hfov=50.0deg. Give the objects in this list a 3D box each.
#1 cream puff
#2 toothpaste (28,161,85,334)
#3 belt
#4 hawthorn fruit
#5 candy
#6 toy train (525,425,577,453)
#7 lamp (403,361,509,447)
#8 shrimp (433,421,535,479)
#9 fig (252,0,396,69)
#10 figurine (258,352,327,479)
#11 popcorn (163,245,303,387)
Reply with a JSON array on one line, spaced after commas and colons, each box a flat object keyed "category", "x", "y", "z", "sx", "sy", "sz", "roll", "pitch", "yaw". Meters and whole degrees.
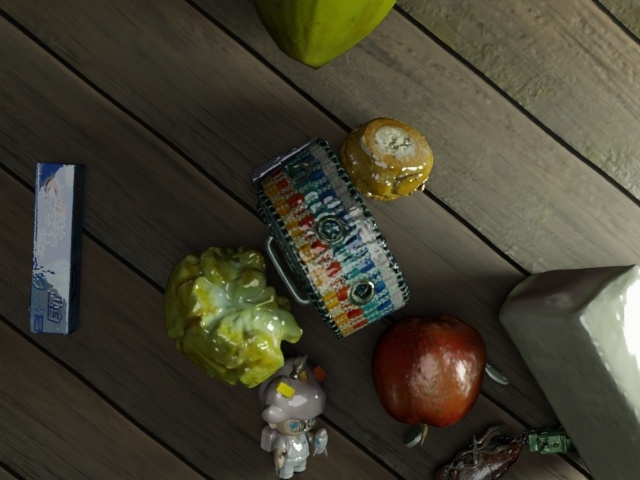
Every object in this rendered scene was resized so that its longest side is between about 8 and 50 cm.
[{"category": "cream puff", "x": 0.097, "y": -0.121, "z": 1.059, "sx": 0.144, "sy": 0.103, "sz": 0.126, "roll": 7, "pitch": 56, "yaw": -22}, {"category": "toothpaste", "x": -0.422, "y": 0.012, "z": 1.101, "sx": 0.066, "sy": 0.053, "sz": 0.272, "roll": 4, "pitch": 94, "yaw": 0}, {"category": "belt", "x": 0.000, "y": 0.000, "z": 1.023, "sx": 0.160, "sy": 0.207, "sz": 0.295, "roll": -30, "pitch": 92, "yaw": 0}, {"category": "hawthorn fruit", "x": 0.166, "y": 0.213, "z": 1.050, "sx": 0.179, "sy": 0.179, "sz": 0.200, "roll": -1, "pitch": 80, "yaw": 0}, {"category": "candy", "x": 0.437, "y": 0.212, "z": 1.021, "sx": 0.145, "sy": 0.208, "sz": 0.359, "roll": -32, "pitch": 93, "yaw": -21}, {"category": "toy train", "x": 0.380, "y": 0.327, "z": 1.124, "sx": 0.083, "sy": 0.053, "sz": 0.033, "roll": -7, "pitch": 95, "yaw": -1}, {"category": "lamp", "x": 0.218, "y": 0.276, "z": 1.122, "sx": 0.198, "sy": 0.050, "sz": 0.056, "roll": -44, "pitch": 95, "yaw": 3}, {"category": "shrimp", "x": 0.269, "y": 0.358, "z": 1.122, "sx": 0.190, "sy": 0.075, "sz": 0.073, "roll": -37, "pitch": 62, "yaw": 9}, {"category": "fig", "x": 0.009, "y": -0.382, "z": 0.986, "sx": 0.239, "sy": 0.239, "sz": 0.271, "roll": 8, "pitch": 108, "yaw": -1}, {"category": "figurine", "x": -0.044, "y": 0.273, "z": 1.094, "sx": 0.137, "sy": 0.112, "sz": 0.229, "roll": -11, "pitch": 111, "yaw": -41}, {"category": "popcorn", "x": -0.138, "y": 0.114, "z": 1.037, "sx": 0.183, "sy": 0.204, "sz": 0.221, "roll": -36, "pitch": 94, "yaw": -17}]
